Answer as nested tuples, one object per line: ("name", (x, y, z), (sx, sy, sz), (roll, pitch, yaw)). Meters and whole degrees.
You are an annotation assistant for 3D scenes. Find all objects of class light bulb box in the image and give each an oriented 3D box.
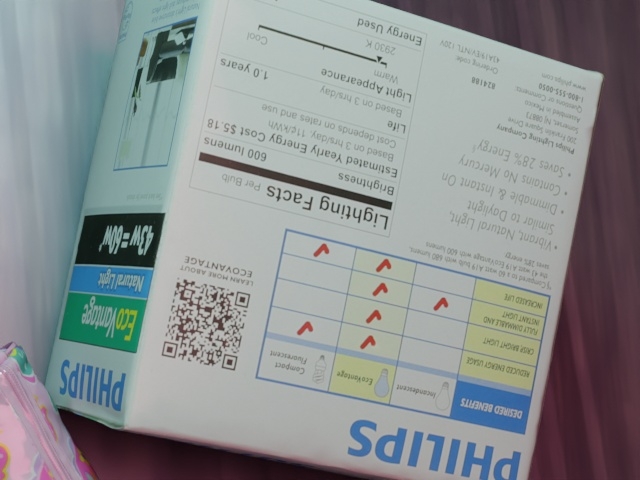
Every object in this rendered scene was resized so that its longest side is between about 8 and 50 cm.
("light bulb box", (0.000, 0.000, 1.348), (0.358, 0.225, 0.361), (14, 84, -24))

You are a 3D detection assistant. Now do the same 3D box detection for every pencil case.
("pencil case", (-0.207, 0.219, 1.277), (0.124, 0.124, 0.284), (-35, 92, -31))
